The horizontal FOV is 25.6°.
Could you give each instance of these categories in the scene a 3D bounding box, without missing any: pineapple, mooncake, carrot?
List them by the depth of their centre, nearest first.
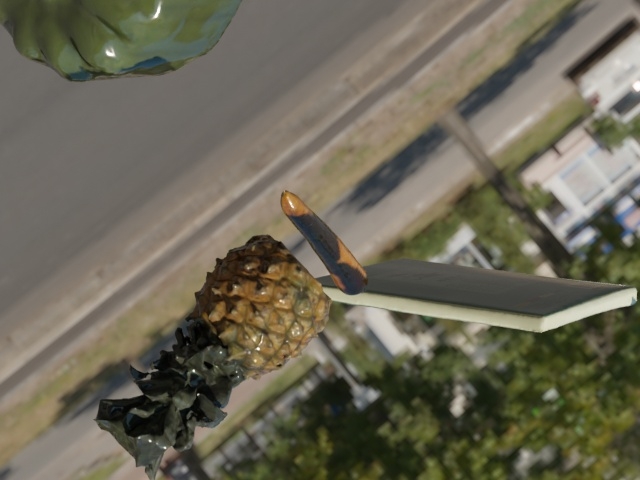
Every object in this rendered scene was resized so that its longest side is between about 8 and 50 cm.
[{"bbox_3d":[-0.105,0.110,1.342,0.248,0.128,0.128,-46,178,-17],"label":"pineapple"},{"bbox_3d":[0.000,0.000,1.561,0.037,0.190,0.037,-19,-135,21],"label":"carrot"},{"bbox_3d":[-0.245,-0.355,1.588,0.194,0.356,0.356,-11,156,-48],"label":"mooncake"}]

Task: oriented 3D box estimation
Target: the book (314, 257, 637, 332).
[{"bbox_3d":[0.191,0.067,1.868,0.379,0.031,0.264,7,-170,38],"label":"book"}]
